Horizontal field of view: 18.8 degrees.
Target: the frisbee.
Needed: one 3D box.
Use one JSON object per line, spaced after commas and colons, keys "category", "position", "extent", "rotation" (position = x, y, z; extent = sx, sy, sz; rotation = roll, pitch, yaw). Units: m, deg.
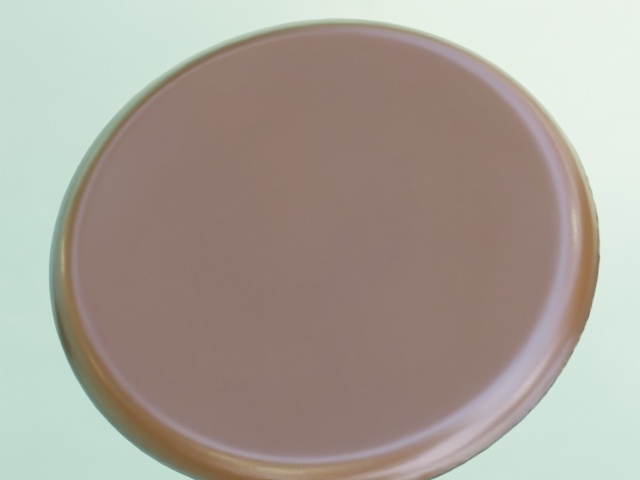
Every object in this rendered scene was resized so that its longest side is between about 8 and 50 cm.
{"category": "frisbee", "position": [0.000, 0.000, 0.871], "extent": [0.251, 0.021, 0.250], "rotation": [-3, 61, 5]}
